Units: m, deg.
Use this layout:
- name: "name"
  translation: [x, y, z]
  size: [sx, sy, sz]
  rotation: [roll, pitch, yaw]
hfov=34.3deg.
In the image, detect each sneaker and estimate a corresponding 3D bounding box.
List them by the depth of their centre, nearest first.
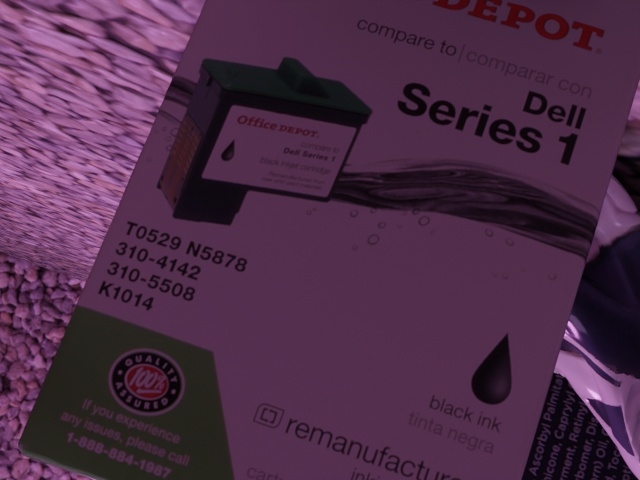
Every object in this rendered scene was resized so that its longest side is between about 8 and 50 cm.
- name: "sneaker"
  translation: [0.164, 0.057, 0.585]
  size: [0.235, 0.094, 0.153]
  rotation: [47, 179, -1]

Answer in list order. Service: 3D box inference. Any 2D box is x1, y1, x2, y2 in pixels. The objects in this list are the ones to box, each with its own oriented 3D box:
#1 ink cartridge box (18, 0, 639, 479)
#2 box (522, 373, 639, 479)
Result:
- name: "ink cartridge box"
  translation: [0.013, 0.001, 0.383]
  size: [0.160, 0.219, 0.092]
  rotation: [17, 166, 9]
- name: "box"
  translation: [0.120, 0.188, 0.925]
  size: [0.471, 0.297, 0.480]
  rotation: [18, 170, -5]
